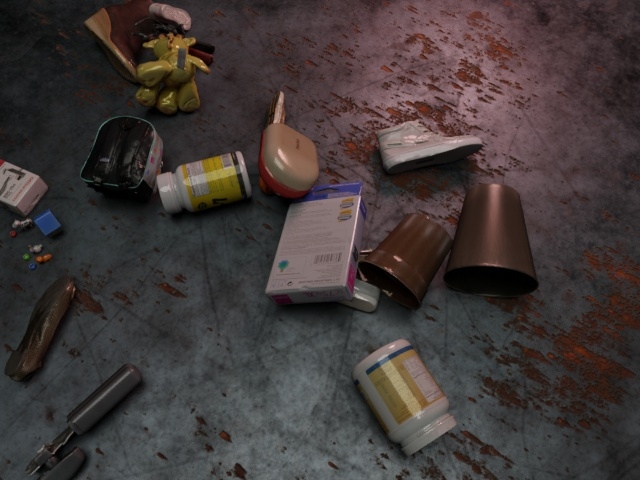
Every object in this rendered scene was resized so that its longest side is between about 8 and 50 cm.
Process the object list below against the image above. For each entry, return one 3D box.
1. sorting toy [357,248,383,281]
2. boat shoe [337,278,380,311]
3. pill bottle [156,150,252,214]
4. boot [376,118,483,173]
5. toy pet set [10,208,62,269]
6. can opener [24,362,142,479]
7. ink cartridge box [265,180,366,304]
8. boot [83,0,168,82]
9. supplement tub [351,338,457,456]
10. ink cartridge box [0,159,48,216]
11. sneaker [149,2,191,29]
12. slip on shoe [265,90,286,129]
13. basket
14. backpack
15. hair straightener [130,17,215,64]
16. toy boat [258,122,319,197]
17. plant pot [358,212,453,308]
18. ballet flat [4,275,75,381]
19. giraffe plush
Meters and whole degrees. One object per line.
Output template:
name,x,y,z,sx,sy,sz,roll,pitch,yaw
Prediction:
sorting toy,0.116,0.058,1.354,0.084,0.045,0.075,-4,78,-15
boat shoe,0.049,0.100,1.322,0.184,0.066,0.063,18,52,10
pill bottle,-0.279,-0.136,1.394,0.209,0.119,0.119,-15,66,-7
boot,0.274,-0.259,1.469,0.259,0.095,0.123,-12,73,-5
toy pet set,-0.672,-0.016,1.364,0.114,0.065,0.122,-36,71,-16
can opener,-0.474,0.384,1.190,0.283,0.076,0.095,-43,105,-18
ink cartridge box,0.000,0.000,1.309,0.186,0.065,0.310,-6,51,22
boot,-0.510,-0.573,1.614,0.207,0.090,0.248,-35,79,-23
supplement tub,0.170,0.318,1.174,0.145,0.144,0.199,-28,69,-13
ink cartridge box,-0.764,-0.132,1.422,0.135,0.056,0.099,22,66,10
sneaker,-0.428,-0.635,1.631,0.070,0.134,0.050,16,98,23
slip on shoe,-0.112,-0.336,1.535,0.041,0.051,0.135,28,51,-31
basket,0.394,-0.004,1.327,0.205,0.154,0.226,7,62,8
backpack,-0.467,-0.200,1.405,0.166,0.144,0.188,7,79,9
hair straightener,-0.405,-0.559,1.599,0.231,0.047,0.088,11,63,-13
toy boat,-0.097,-0.174,1.409,0.151,0.151,0.231,28,28,-19
plant pot,0.199,0.039,1.285,0.167,0.167,0.165,35,74,15
ballet flat,-0.608,0.194,1.277,0.084,0.058,0.249,-8,53,35
giraffe plush,-0.395,-0.461,1.515,0.182,0.210,0.170,11,44,-33
